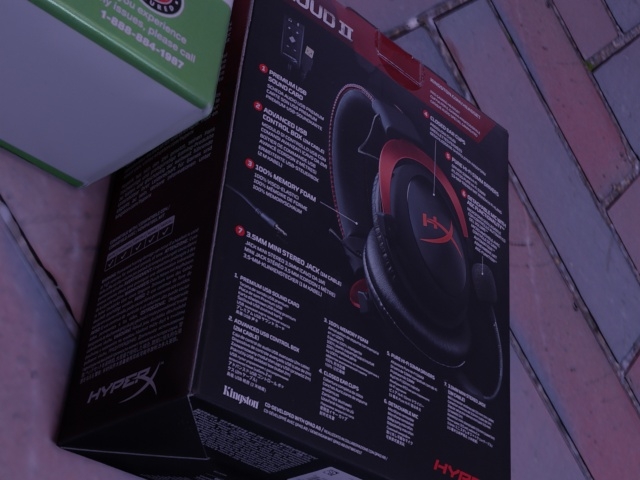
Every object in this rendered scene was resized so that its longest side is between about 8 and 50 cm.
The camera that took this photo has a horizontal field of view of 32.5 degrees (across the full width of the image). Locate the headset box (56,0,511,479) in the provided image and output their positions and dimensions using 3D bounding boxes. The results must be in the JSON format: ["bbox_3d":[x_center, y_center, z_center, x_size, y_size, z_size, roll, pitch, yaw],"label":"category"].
[{"bbox_3d":[0.000,0.000,0.611,0.218,0.110,0.293,30,52,-35],"label":"headset box"}]

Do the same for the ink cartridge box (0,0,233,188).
[{"bbox_3d":[-0.143,-0.200,0.553,0.201,0.117,0.278,31,51,-34],"label":"ink cartridge box"}]
